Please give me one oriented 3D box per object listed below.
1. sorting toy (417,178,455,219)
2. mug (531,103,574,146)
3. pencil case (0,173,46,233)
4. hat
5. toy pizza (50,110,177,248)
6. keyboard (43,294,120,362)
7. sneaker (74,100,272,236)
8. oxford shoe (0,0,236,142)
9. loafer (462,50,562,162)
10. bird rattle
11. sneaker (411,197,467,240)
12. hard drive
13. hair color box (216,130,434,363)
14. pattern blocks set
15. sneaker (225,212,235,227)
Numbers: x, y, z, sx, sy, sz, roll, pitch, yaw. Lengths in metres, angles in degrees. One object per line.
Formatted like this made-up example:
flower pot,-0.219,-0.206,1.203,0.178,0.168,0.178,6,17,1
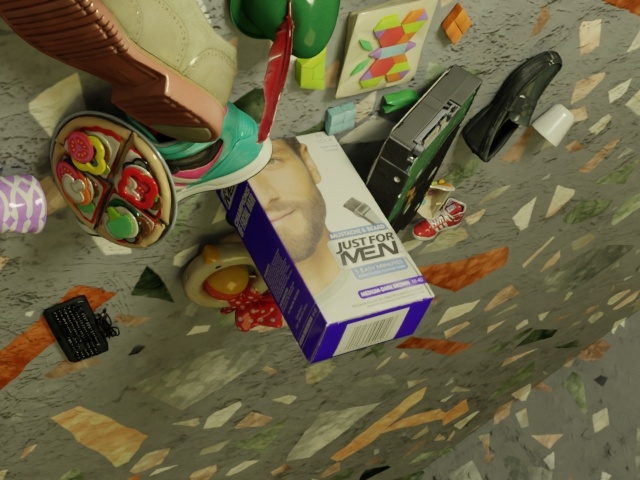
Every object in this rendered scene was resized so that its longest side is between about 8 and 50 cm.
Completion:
sorting toy,0.190,-0.080,1.954,0.075,0.045,0.083,-1,141,-30
mug,0.426,-0.217,1.953,0.062,0.078,0.064,35,105,-24
pencil case,-0.457,-0.034,1.372,0.206,0.086,0.088,-9,130,-34
hat,-0.005,-0.255,1.344,0.173,0.183,0.208,-2,140,-42
toy pizza,-0.274,-0.072,1.384,0.032,0.201,0.201,-48,171,-47
keyboard,-0.390,0.154,1.784,0.100,0.038,0.192,-25,152,-11
sneaker,-0.230,-0.115,1.425,0.295,0.124,0.178,-24,143,10
oxford shoe,-0.237,-0.265,1.209,0.140,0.146,0.397,4,156,34
loafer,0.334,-0.225,1.816,0.076,0.078,0.223,4,136,-47
bird rattle,-0.138,0.058,1.830,0.207,0.143,0.253,3,151,-29
sneaker,0.229,-0.042,2.045,0.118,0.042,0.067,-22,155,-30
hard drive,0.133,-0.100,1.738,0.237,0.064,0.339,-49,168,-40
hair color box,0.000,0.000,1.588,0.185,0.339,0.110,-13,145,-29
pattern blocks set,0.097,-0.284,1.558,0.285,0.026,0.325,-25,151,-10
sneaker,-0.058,-0.023,1.704,0.078,0.188,0.067,-81,-170,-80
